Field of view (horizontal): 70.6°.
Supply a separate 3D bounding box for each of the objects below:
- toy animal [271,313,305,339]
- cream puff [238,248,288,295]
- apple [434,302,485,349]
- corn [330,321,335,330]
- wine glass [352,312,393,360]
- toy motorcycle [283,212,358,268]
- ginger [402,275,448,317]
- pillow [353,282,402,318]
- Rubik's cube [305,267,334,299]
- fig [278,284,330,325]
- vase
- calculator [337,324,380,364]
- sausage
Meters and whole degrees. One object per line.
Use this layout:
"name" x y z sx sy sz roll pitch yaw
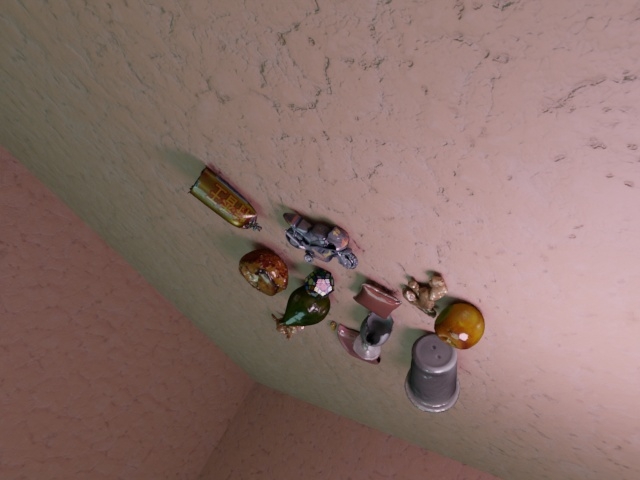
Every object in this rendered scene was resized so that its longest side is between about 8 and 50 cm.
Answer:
"toy animal" -0.184 0.454 2.496 0.183 0.104 0.185 42 155 -3
"cream puff" -0.242 0.135 2.005 0.240 0.164 0.240 34 147 26
"apple" 0.484 0.294 1.564 0.146 0.147 0.163 37 163 1
"corn" 0.065 0.433 2.291 0.028 0.027 0.083 34 156 24
"wine glass" 0.232 0.418 2.002 0.143 0.144 0.321 26 149 12
"toy motorcycle" 0.000 0.000 1.630 0.306 0.108 0.174 22 140 20
"ginger" 0.363 0.186 1.597 0.149 0.065 0.259 26 153 16
"pillow" 0.222 0.233 1.785 0.171 0.075 0.179 30 150 5
"Rubik's cube" -0.002 0.182 1.890 0.112 0.133 0.133 54 153 11
"fig" -0.075 0.316 2.038 0.195 0.245 0.195 40 160 18
"vase" 0.463 0.540 1.869 0.244 0.245 0.291 17 143 26
"calculator" 0.198 0.549 2.319 0.219 0.048 0.330 12 147 30
"sausage" -0.356 -0.135 1.738 0.317 0.117 0.125 41 110 -14
